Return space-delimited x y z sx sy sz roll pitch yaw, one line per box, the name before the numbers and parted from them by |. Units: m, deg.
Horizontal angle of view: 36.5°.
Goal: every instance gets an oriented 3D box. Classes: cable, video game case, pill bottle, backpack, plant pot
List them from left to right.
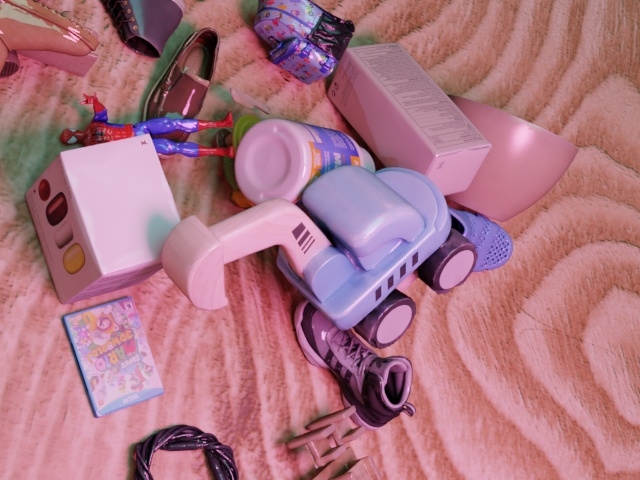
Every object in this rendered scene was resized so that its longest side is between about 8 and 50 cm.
video game case | -0.327 0.183 1.539 0.119 0.015 0.166 -16 84 -35
cable | -0.210 0.365 1.534 0.184 0.047 0.151 39 58 -15
backpack | -0.048 -0.386 1.808 0.173 0.158 0.117 31 77 -23
pill bottle | -0.015 -0.126 1.709 0.272 0.152 0.152 1 73 -57
plant pot | 0.339 -0.148 1.933 0.284 0.284 0.191 21 96 -25

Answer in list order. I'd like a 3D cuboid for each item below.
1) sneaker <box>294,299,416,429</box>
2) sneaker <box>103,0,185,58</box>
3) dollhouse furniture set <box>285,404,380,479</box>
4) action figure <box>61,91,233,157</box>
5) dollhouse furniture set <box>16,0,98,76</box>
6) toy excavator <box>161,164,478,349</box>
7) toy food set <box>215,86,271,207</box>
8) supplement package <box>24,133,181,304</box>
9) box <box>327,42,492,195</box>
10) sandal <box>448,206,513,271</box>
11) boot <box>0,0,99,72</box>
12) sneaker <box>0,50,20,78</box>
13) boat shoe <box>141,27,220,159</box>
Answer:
sneaker | 0.070 0.204 1.694 0.101 0.153 0.269 -36 95 -35
sneaker | -0.345 -0.416 1.678 0.222 0.083 0.118 29 62 -22
dollhouse furniture set | -0.009 0.432 1.611 0.242 0.161 0.212 -26 89 -57
action figure | -0.283 -0.178 1.572 0.280 0.139 0.092 -2 82 -4
dollhouse furniture set | -0.415 -0.388 1.606 0.123 0.144 0.151 18 52 -31
toy excavator | 0.000 0.000 1.549 0.433 0.222 0.445 -42 143 -7
toy food set | -0.138 -0.149 1.738 0.128 0.071 0.218 9 71 -57
supplement package | -0.331 -0.029 1.490 0.149 0.203 0.194 -17 84 -35
box | 0.162 -0.228 1.830 0.148 0.121 0.311 -12 53 -34
sandal | 0.245 -0.015 1.871 0.317 0.138 0.126 17 88 -24
boot | -0.497 -0.245 1.471 0.236 0.089 0.270 26 92 -22
sneaker | -0.572 -0.291 1.521 0.188 0.066 0.071 -5 60 -38
boat shoe | -0.238 -0.265 1.688 0.095 0.095 0.258 24 63 -23
